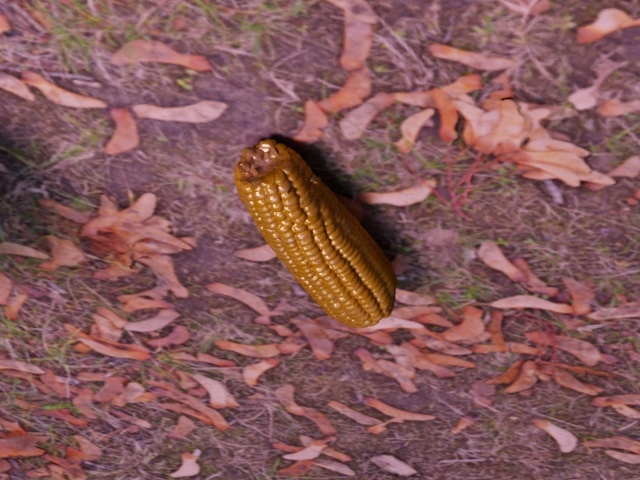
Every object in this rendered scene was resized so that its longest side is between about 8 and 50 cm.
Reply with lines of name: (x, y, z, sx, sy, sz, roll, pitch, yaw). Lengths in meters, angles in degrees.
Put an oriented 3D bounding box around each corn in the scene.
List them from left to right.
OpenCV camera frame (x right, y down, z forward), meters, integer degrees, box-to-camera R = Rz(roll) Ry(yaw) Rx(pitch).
corn: (0.000, 0.000, 1.345, 0.067, 0.067, 0.206, -8, 142, 26)
